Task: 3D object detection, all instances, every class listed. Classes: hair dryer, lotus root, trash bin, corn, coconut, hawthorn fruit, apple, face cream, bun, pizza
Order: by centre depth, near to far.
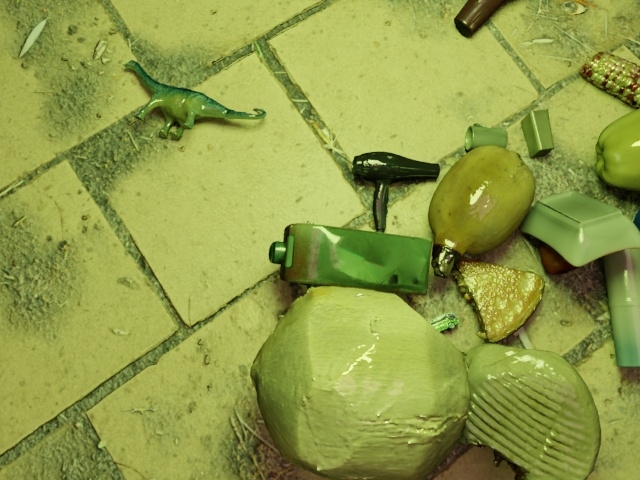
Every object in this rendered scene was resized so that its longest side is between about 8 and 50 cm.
[{"bbox_3d":[0.056,0.249,0.893,0.359,0.346,0.347,6,77,-6],"label":"coconut"},{"bbox_3d":[0.368,0.319,0.952,0.281,0.205,0.282,-1,86,11],"label":"bun"},{"bbox_3d":[0.314,-0.058,1.049,0.182,0.183,0.310,37,79,7],"label":"lotus root"},{"bbox_3d":[0.642,0.134,1.054,0.077,0.077,0.250,1,77,0],"label":"face cream"},{"bbox_3d":[0.355,0.101,1.072,0.188,0.062,0.199,-42,73,-11],"label":"pizza"},{"bbox_3d":[0.691,-0.192,1.075,0.199,0.200,0.200,0,78,0],"label":"apple"},{"bbox_3d":[0.505,0.023,1.079,0.081,0.081,0.093,-15,68,-4],"label":"hawthorn fruit"},{"bbox_3d":[0.162,-0.084,1.119,0.195,0.075,0.219,4,88,-9],"label":"hair dryer"},{"bbox_3d":[0.490,-0.240,1.145,0.042,0.061,0.092,-6,80,-2],"label":"trash bin"},{"bbox_3d":[0.735,-0.351,1.156,0.280,0.092,0.092,33,79,9],"label":"corn"},{"bbox_3d":[0.362,-0.698,1.242,0.312,0.123,0.340,-44,70,2],"label":"hair dryer"}]

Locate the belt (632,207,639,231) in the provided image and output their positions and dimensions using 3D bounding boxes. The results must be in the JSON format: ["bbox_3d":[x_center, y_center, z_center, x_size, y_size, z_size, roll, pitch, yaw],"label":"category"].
[{"bbox_3d":[0.815,-0.062,1.022,0.346,0.213,0.117,-14,35,-9],"label":"belt"}]

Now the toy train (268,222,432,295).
[{"bbox_3d":[0.064,0.041,1.000,0.326,0.159,0.129,8,84,-14],"label":"toy train"}]

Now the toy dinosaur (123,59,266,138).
[{"bbox_3d":[-0.310,-0.302,1.146,0.362,0.076,0.147,20,71,8],"label":"toy dinosaur"}]

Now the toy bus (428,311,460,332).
[{"bbox_3d":[0.249,0.179,1.067,0.083,0.031,0.037,-22,69,-5],"label":"toy bus"}]

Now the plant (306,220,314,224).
[{"bbox_3d":[0.000,0.000,1.094,0.051,0.051,0.102,-28,85,-6],"label":"plant"}]

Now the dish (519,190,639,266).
[{"bbox_3d":[0.517,-0.038,1.023,0.151,0.212,0.077,-16,113,-3],"label":"dish"}]

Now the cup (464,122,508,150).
[{"bbox_3d":[0.374,-0.232,1.154,0.083,0.075,0.055,3,114,-3],"label":"cup"}]
